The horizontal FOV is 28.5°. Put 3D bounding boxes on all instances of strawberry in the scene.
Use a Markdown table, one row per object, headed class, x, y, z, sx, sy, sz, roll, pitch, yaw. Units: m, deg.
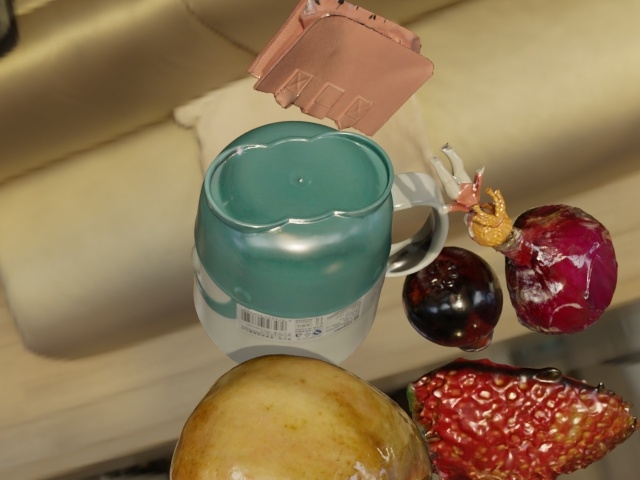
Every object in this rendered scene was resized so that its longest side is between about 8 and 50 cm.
| class | x | y | z | sx | sy | sz | roll | pitch | yaw |
| --- | --- | --- | --- | --- | --- | --- | --- | --- | --- |
| strawberry | 0.269 | 0.262 | 1.684 | 0.306 | 0.137 | 0.233 | 0 | 139 | 15 |

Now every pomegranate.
| class | x | y | z | sx | sy | sz | roll | pitch | yaw |
| --- | --- | --- | --- | --- | --- | --- | --- | --- | --- |
| pomegranate | 0.001 | 0.233 | 1.186 | 0.270 | 0.229 | 0.252 | 7 | 151 | 33 |

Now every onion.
| class | x | y | z | sx | sy | sz | roll | pitch | yaw |
| --- | --- | --- | --- | --- | --- | --- | --- | --- | --- |
| onion | 0.328 | 0.027 | 1.785 | 0.140 | 0.195 | 0.218 | 0 | 155 | 41 |

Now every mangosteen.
| class | x | y | z | sx | sy | sz | roll | pitch | yaw |
| --- | --- | --- | --- | --- | --- | --- | --- | --- | --- |
| mangosteen | 0.228 | 0.107 | 2.149 | 0.200 | 0.199 | 0.200 | -14 | 167 | -3 |

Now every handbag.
| class | x | y | z | sx | sy | sz | roll | pitch | yaw |
| --- | --- | --- | --- | --- | --- | --- | --- | --- | --- |
| handbag | 0.027 | -0.222 | 1.617 | 0.212 | 0.059 | 0.157 | 17 | 127 | -40 |

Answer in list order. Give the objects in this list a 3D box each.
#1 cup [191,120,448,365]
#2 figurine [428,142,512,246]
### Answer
| class | x | y | z | sx | sy | sz | roll | pitch | yaw |
| --- | --- | --- | --- | --- | --- | --- | --- | --- | --- |
| cup | 0.000 | 0.000 | 1.401 | 0.290 | 0.219 | 0.257 | -8 | 148 | -11 |
| figurine | 0.138 | -0.039 | 1.159 | 0.064 | 0.109 | 0.047 | -44 | -157 | -18 |
